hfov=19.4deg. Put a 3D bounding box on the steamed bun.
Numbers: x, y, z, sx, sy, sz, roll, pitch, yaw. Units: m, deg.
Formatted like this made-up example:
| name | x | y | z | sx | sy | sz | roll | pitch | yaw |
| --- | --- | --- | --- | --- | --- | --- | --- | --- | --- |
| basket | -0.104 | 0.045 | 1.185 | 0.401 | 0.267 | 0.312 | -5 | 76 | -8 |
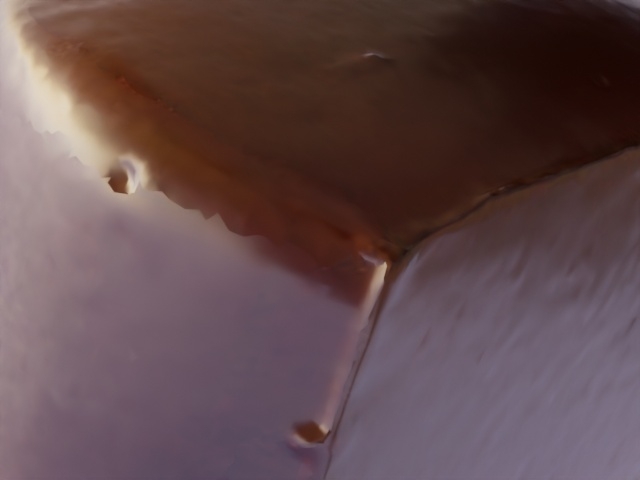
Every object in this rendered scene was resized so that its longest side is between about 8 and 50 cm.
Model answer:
| name | x | y | z | sx | sy | sz | roll | pitch | yaw |
| --- | --- | --- | --- | --- | --- | --- | --- | --- | --- |
| steamed bun | 0.000 | 0.000 | 0.718 | 0.248 | 0.235 | 0.379 | 28 | -152 | 29 |
